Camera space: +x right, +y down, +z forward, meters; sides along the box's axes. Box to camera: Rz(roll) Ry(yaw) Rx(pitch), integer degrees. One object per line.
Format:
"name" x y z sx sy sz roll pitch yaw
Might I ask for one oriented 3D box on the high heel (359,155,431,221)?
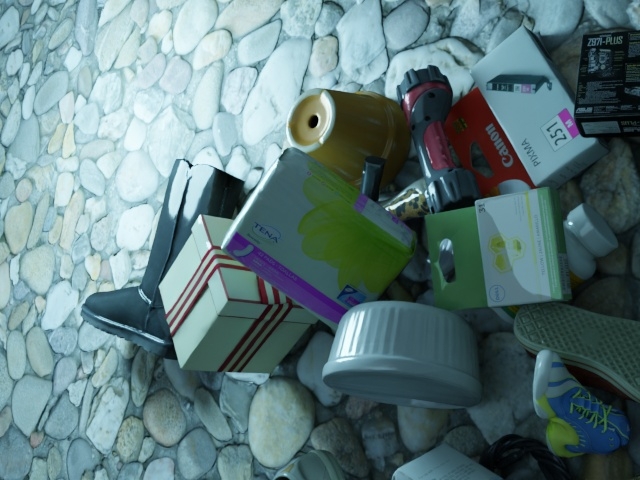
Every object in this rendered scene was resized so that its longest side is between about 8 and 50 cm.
"high heel" 0.181 -0.035 1.555 0.261 0.093 0.186 25 126 26

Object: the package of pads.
"package of pads" 0.000 0.000 1.476 0.296 0.101 0.229 34 116 -3

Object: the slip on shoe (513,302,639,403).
"slip on shoe" 0.450 0.183 1.233 0.331 0.101 0.123 19 68 30

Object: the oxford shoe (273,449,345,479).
"oxford shoe" 0.021 0.589 1.462 0.169 0.130 0.449 114 142 -47

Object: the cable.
"cable" 0.336 0.395 1.320 0.184 0.047 0.150 8 81 47

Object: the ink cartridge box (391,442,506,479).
"ink cartridge box" 0.254 0.489 1.264 0.306 0.131 0.226 27 121 43

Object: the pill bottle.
"pill bottle" 0.363 0.035 1.324 0.208 0.117 0.117 -41 56 28

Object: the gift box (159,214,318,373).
"gift box" -0.146 0.098 1.680 0.258 0.276 0.255 -54 48 34

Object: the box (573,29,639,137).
"box" 0.490 -0.240 1.264 0.180 0.077 0.147 1 72 28

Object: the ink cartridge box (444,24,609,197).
"ink cartridge box" 0.332 -0.197 1.446 0.239 0.060 0.275 -39 57 27

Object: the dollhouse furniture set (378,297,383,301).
"dollhouse furniture set" 0.040 0.034 1.569 0.161 0.101 0.182 95 152 -52

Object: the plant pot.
"plant pot" 0.040 -0.209 1.620 0.205 0.188 0.205 -11 73 40

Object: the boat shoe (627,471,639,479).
"boat shoe" 0.549 0.351 1.082 0.324 0.120 0.122 -17 69 38

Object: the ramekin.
"ramekin" 0.142 0.195 1.396 0.273 0.273 0.127 -10 62 40

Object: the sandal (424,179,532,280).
"sandal" 0.285 -0.007 1.425 0.265 0.076 0.102 -44 29 42

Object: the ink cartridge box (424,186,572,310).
"ink cartridge box" 0.264 0.021 1.292 0.235 0.056 0.171 -10 82 34

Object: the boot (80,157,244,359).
"boot" -0.385 0.018 1.970 0.367 0.146 0.445 16 95 33

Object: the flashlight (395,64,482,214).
"flashlight" 0.215 -0.174 1.466 0.103 0.103 0.304 -11 54 -3

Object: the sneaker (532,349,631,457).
"sneaker" 0.385 0.240 1.207 0.126 0.240 0.091 0 51 25
